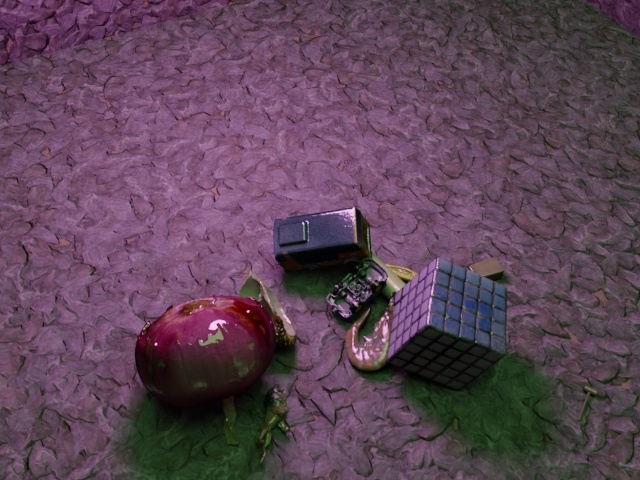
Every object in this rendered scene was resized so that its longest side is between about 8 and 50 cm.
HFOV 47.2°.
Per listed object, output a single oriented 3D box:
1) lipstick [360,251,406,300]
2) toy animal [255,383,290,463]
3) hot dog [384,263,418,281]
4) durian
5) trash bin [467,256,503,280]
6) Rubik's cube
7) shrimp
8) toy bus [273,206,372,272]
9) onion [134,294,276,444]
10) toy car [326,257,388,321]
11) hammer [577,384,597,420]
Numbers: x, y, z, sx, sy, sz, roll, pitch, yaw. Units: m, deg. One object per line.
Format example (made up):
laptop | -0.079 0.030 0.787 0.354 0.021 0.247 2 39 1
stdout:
lipstick | 0.143 0.070 2.222 0.076 0.076 0.304 -29 57 -26
toy animal | -0.118 0.470 1.864 0.086 0.069 0.219 -4 41 20
hot dog | 0.258 0.102 2.233 0.137 0.028 0.044 16 75 12
durian | -0.159 0.204 2.042 0.144 0.139 0.252 -15 52 -11
trash bin | 0.506 0.095 2.251 0.092 0.043 0.061 -15 52 -15
Rubik's cube | 0.340 0.226 1.962 0.237 0.238 0.237 22 51 -13
shrimp | 0.148 0.257 2.072 0.145 0.059 0.254 -1 55 19
toy bus | 0.000 0.000 2.164 0.275 0.167 0.138 -9 66 15
onion | -0.288 0.291 1.874 0.358 0.345 0.358 0 35 0
toy car | 0.112 0.150 2.135 0.191 0.100 0.097 -45 63 -5
hammer | 0.718 0.442 1.985 0.035 0.019 0.110 25 54 16
